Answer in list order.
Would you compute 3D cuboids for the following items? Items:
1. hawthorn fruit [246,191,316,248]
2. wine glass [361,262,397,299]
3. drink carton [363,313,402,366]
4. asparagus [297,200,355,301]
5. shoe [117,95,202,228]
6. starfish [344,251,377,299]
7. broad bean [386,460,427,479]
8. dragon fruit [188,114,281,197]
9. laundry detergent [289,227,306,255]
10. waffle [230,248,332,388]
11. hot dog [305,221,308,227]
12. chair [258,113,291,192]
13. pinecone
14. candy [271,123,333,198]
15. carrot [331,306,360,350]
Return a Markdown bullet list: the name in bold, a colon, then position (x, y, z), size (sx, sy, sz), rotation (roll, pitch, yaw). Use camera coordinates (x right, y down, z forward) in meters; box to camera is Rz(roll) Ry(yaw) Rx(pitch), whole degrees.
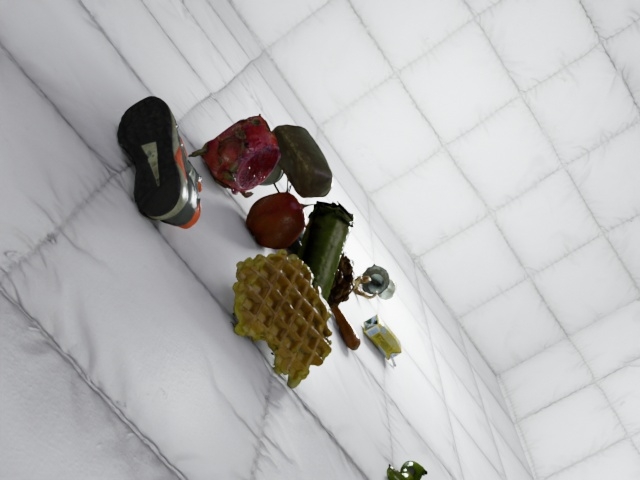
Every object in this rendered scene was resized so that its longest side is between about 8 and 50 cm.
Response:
- **hawthorn fruit**: position (-0.096, -0.069, 1.814), size (0.162, 0.203, 0.162), rotation (51, 15, -18)
- **wine glass**: position (0.235, 0.169, 2.611), size (0.122, 0.122, 0.183), rotation (62, 12, 21)
- **drink carton**: position (0.224, 0.346, 2.264), size (0.200, 0.074, 0.084), rotation (50, 16, -22)
- **asparagus**: position (-0.012, 0.066, 1.695), size (0.108, 0.128, 0.382), rotation (64, 39, -53)
- **shoe**: position (-0.320, -0.159, 1.435), size (0.171, 0.132, 0.336), rotation (45, 19, -55)
- **starfish**: position (0.122, 0.126, 2.393), size (0.190, 0.074, 0.146), rotation (50, 14, -26)
- **broad bean**: position (0.228, 0.609, 1.744), size (0.213, 0.048, 0.070), rotation (28, 33, -57)
- **dragon fruit**: position (-0.210, -0.215, 1.800), size (0.147, 0.211, 0.282), rotation (52, 42, 8)
- **laundry detergent**: position (-0.030, 0.063, 2.018), size (0.221, 0.078, 0.144), rotation (61, 8, 7)
- **waffle**: position (-0.080, 0.161, 1.483), size (0.281, 0.058, 0.300), rotation (-32, 98, -50)
- **hot dog**: position (0.000, 0.000, 2.191), size (0.144, 0.075, 0.268), rotation (60, 0, -5)
- **chair**: position (-0.167, -0.216, 2.001), size (0.170, 0.160, 0.325), rotation (26, 42, -17)
- **pinecone**: position (0.011, 0.106, 1.865), size (0.212, 0.169, 0.185), rotation (56, 46, -78)
- **candy**: position (-0.053, -0.223, 1.897), size (0.104, 0.102, 0.234), rotation (-8, 55, -45)
- **carrot**: position (0.064, 0.240, 2.026), size (0.048, 0.048, 0.216), rotation (38, 19, -53)
